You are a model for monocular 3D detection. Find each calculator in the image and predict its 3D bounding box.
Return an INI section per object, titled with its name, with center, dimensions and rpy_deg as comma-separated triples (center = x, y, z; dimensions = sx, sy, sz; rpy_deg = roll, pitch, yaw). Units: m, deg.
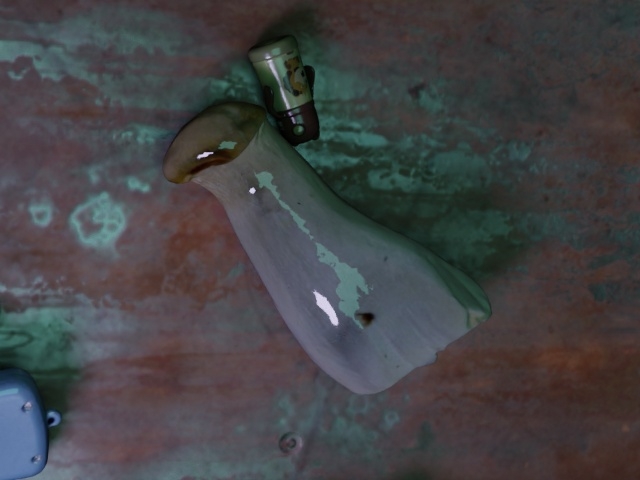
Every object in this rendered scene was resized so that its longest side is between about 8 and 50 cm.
[calculator]
center = -0.333, 0.173, 1.281
dimensions = 0.210, 0.039, 0.121
rpy_deg = -10, 130, -11

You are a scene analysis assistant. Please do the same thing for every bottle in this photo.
[bottle]
center = -0.028, -0.137, 1.348
dimensions = 0.063, 0.047, 0.101
rpy_deg = -25, 105, -18

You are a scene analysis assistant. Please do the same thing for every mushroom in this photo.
[mushroom]
center = 0.000, 0.000, 1.345
dimensions = 0.159, 0.122, 0.328
rpy_deg = -46, 105, -17
